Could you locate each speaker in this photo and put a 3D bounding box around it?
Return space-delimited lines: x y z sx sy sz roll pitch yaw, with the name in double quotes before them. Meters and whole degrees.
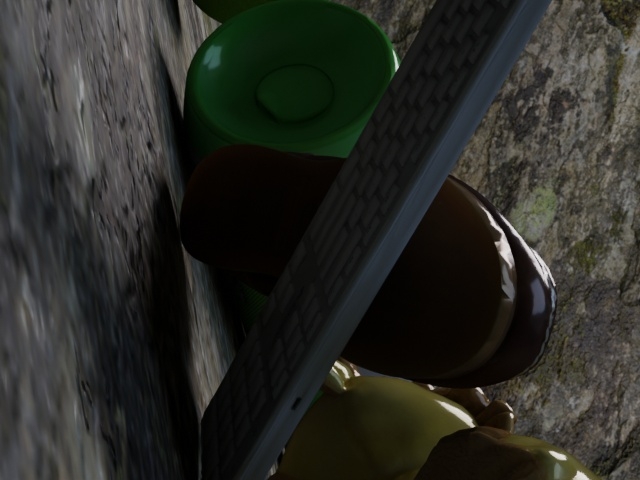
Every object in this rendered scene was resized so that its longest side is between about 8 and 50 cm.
"speaker" 0.000 0.000 0.732 0.296 0.131 0.131 80 -1 -54

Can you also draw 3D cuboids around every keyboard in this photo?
"keyboard" 0.021 -0.026 0.386 0.256 0.014 0.072 -60 -159 17

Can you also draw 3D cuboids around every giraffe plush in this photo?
"giraffe plush" 0.036 0.113 0.452 0.170 0.210 0.181 32 -42 48

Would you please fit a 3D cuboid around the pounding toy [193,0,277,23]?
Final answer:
"pounding toy" -0.052 -0.254 0.765 0.183 0.110 0.237 41 -66 38

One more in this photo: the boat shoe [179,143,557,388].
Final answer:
"boat shoe" 0.022 0.005 0.461 0.207 0.073 0.073 28 -85 57

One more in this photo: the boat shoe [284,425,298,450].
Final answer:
"boat shoe" 0.026 0.135 1.000 0.132 0.130 0.355 84 -5 -78
